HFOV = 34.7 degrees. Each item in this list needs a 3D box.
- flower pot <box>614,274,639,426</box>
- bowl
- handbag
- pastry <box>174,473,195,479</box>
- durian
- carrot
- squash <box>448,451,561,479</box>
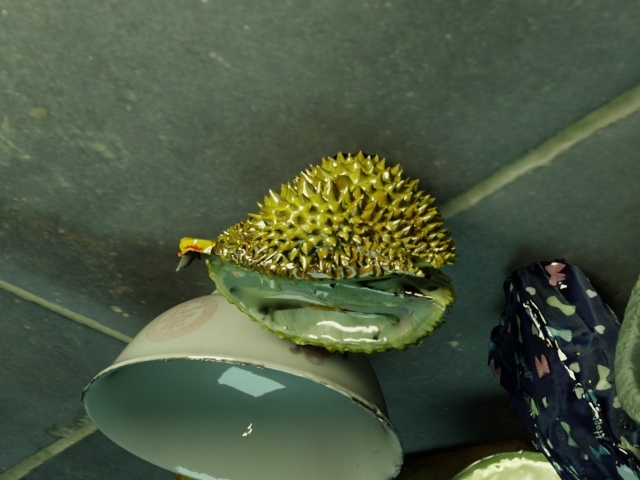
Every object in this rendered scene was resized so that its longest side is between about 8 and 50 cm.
[{"bbox_3d":[0.414,0.080,0.804,0.283,0.299,0.299,25,145,-3],"label":"flower pot"},{"bbox_3d":[-0.070,0.146,1.116,0.345,0.157,0.345,8,146,5],"label":"bowl"},{"bbox_3d":[0.250,0.145,0.968,0.113,0.260,0.162,-17,142,-20],"label":"handbag"},{"bbox_3d":[-0.140,0.388,1.541,0.188,0.103,0.189,7,145,5],"label":"pastry"},{"bbox_3d":[0.000,0.000,0.899,0.237,0.138,0.193,14,149,-10],"label":"durian"},{"bbox_3d":[0.154,0.326,1.405,0.342,0.070,0.070,-22,135,37],"label":"carrot"},{"bbox_3d":[0.289,0.420,1.277,0.263,0.263,0.384,-5,157,23],"label":"squash"}]
